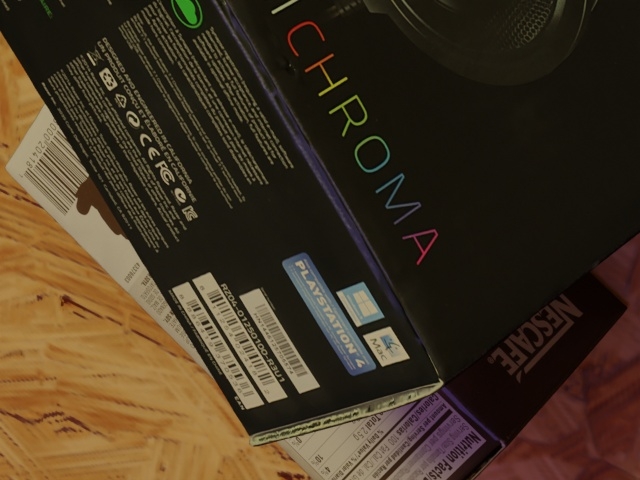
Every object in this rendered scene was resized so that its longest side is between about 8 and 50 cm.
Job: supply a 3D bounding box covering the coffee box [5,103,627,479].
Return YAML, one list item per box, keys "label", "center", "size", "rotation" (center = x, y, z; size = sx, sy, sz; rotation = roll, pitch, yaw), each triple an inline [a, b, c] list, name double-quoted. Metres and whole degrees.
- label: "coffee box"
  center: [0.000, 0.000, 0.857]
  size: [0.246, 0.141, 0.098]
  rotation: [44, 129, 6]

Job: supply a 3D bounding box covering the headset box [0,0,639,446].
- label: "headset box"
  center: [0.041, -0.107, 0.693]
  size: [0.131, 0.283, 0.246]
  rotation: [-23, 98, 55]
